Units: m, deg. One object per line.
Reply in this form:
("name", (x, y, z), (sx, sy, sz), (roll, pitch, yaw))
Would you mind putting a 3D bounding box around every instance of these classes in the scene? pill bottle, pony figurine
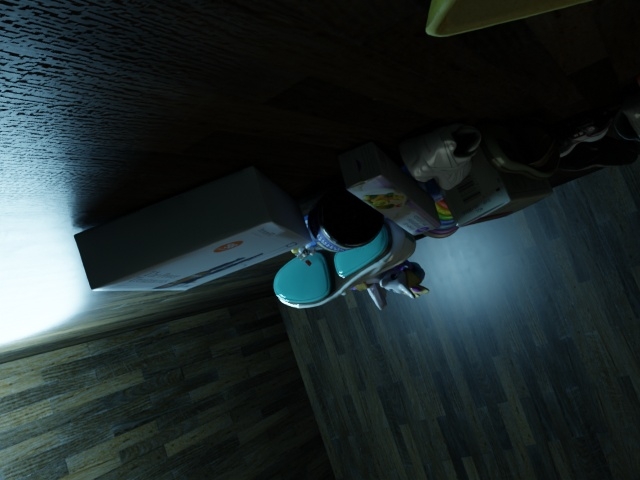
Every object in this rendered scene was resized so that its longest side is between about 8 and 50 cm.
("pill bottle", (0.040, -0.040, 1.171), (0.122, 0.123, 0.219), (-18, 178, -11))
("pony figurine", (0.104, 0.068, 1.610), (0.363, 0.303, 0.351), (5, -161, 6))

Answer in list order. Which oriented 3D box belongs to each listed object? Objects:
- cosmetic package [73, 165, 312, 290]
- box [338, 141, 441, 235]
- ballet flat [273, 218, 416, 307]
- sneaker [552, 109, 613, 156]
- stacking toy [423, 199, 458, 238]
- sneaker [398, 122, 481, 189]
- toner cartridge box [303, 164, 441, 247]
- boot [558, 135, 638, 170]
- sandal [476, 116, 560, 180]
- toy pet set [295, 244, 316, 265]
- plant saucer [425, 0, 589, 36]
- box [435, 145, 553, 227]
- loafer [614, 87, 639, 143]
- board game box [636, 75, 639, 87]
("cosmetic package", (-0.184, -0.002, 1.017), (0.284, 0.097, 0.377), (-23, 173, 6))
("box", (0.132, -0.081, 1.051), (0.063, 0.067, 0.324), (-20, 160, 23))
("ballet flat", (0.057, 0.067, 1.370), (0.139, 0.139, 0.400), (-12, 167, -47))
("sneaker", (0.560, -0.245, 1.308), (0.178, 0.072, 0.077), (-26, 163, -11))
("stacking toy", (0.315, -0.108, 1.472), (0.141, 0.141, 0.330), (-19, 167, -4))
("sneaker", (0.232, -0.149, 1.026), (0.115, 0.090, 0.232), (-27, 171, 31))
("toner cartridge box", (0.128, -0.078, 1.337), (0.347, 0.075, 0.165), (-25, 171, 40))
("boot", (0.645, -0.228, 1.499), (0.236, 0.085, 0.178), (2, -165, 7))
("sandal", (0.396, -0.181, 1.124), (0.086, 0.120, 0.302), (-41, 161, 35))
("toy pet set", (-0.056, -0.021, 1.264), (0.065, 0.122, 0.114), (-45, 146, 6))
("plant saucer", (0.236, -0.246, 0.284), (0.332, 0.081, 0.333), (-18, 172, -12))
("box", (0.354, -0.127, 1.228), (0.127, 0.149, 0.232), (-32, 166, 39))
("loafer", (0.698, -0.269, 1.297), (0.111, 0.112, 0.319), (-15, 168, 23))
("board game box", (0.710, -0.271, 1.108), (0.193, 0.147, 0.045), (-17, 173, -7))
